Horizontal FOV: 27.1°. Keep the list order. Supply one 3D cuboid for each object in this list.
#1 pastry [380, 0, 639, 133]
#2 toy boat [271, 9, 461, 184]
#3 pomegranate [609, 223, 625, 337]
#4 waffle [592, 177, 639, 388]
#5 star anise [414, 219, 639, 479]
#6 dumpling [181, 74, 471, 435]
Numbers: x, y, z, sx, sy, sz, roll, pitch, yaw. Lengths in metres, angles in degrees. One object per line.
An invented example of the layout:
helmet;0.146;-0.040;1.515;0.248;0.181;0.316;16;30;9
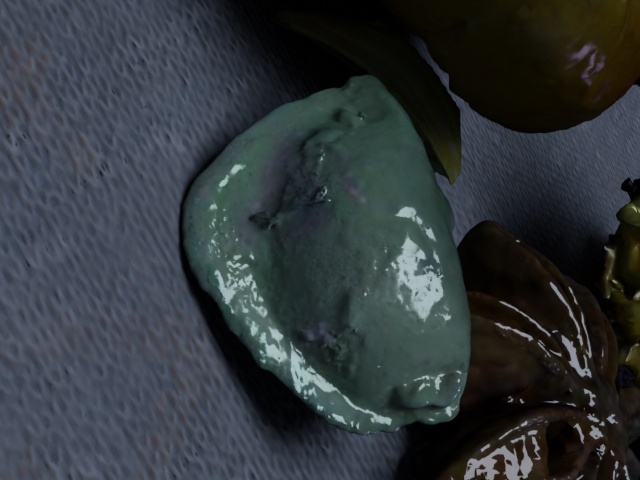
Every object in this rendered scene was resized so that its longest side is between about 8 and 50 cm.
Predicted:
pastry;0.082;-0.220;0.849;0.356;0.164;0.356;52;14;-18
toy boat;0.037;-0.098;0.871;0.172;0.066;0.065;44;-3;-33
pomegranate;0.333;0.043;1.182;0.196;0.196;0.196;38;42;-43
waffle;0.377;0.043;1.055;0.380;0.095;0.382;-28;110;-25
star anise;0.145;0.131;0.861;0.315;0.108;0.315;43;36;-43
dumpling;0.012;-0.002;0.717;0.149;0.105;0.216;27;50;-51
